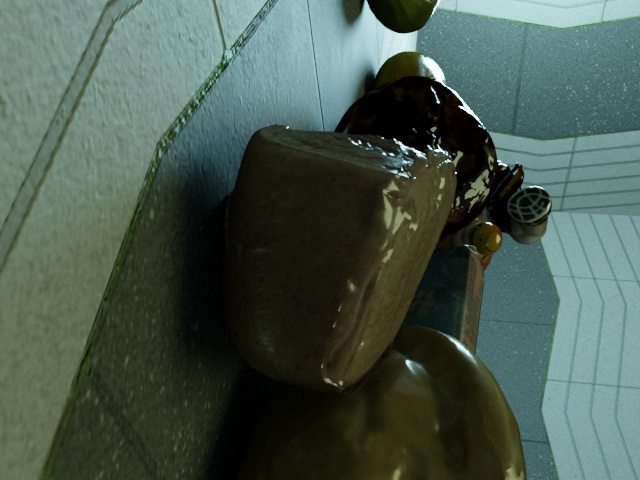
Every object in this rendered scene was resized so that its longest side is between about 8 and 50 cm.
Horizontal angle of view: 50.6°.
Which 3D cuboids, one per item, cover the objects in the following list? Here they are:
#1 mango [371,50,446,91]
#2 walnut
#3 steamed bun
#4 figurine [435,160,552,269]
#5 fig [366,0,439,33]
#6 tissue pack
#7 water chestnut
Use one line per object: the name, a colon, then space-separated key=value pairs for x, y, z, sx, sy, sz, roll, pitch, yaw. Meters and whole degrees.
mango: x=0.210 y=-0.346 z=1.698 sx=0.365 sy=0.182 sz=0.253 roll=-16 pitch=112 yaw=-67
walnut: x=0.074 y=0.299 z=0.754 sx=0.383 sy=0.383 sz=0.384 roll=3 pitch=90 yaw=-79
steamed bun: x=0.000 y=0.000 z=0.675 sx=0.301 sy=0.199 sz=0.251 roll=-16 pitch=126 yaw=-68
figurine: x=0.264 y=-0.016 z=1.298 sx=0.320 sy=0.323 sz=0.196 roll=-102 pitch=166 yaw=-69
fig: x=0.155 y=-0.553 z=1.434 sx=0.233 sy=0.167 sz=0.167 roll=36 pitch=49 yaw=-32
tissue pack: x=0.127 y=0.161 z=1.066 sx=0.103 sy=0.228 sz=0.316 roll=53 pitch=42 yaw=-43
water chestnut: x=0.151 y=-0.124 z=1.093 sx=0.300 sy=0.300 sz=0.300 roll=3 pitch=90 yaw=-79
